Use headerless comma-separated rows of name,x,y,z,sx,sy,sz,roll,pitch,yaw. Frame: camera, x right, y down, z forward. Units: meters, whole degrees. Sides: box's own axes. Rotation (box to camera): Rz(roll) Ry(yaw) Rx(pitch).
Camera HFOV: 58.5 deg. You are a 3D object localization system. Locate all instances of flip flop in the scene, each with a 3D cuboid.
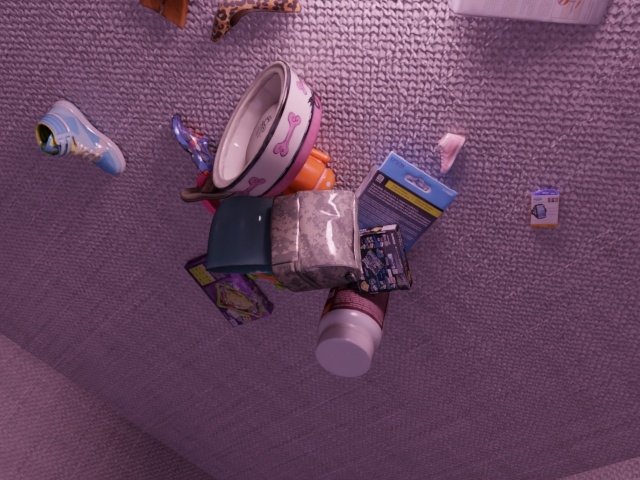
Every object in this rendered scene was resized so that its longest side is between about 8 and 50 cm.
flip flop,-0.355,-0.188,1.932,0.277,0.112,0.080,-5,110,23

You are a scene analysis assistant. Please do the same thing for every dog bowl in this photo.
dog bowl,-0.151,-0.304,1.664,0.150,0.408,0.408,25,132,-27

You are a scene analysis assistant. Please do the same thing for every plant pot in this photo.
plant pot,-0.235,-0.019,1.900,0.293,0.235,0.293,-2,171,0

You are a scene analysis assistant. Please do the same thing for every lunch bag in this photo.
lunch bag,0.000,0.000,1.759,0.256,0.305,0.212,-12,150,23

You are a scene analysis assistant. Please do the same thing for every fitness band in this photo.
fitness band,-0.307,-0.150,2.031,0.209,0.054,0.291,-32,114,33

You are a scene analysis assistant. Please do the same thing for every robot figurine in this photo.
robot figurine,-0.045,-0.210,1.857,0.219,0.158,0.128,31,151,-8

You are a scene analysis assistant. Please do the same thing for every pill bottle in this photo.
pill bottle,0.117,0.269,2.009,0.224,0.392,0.224,8,128,11

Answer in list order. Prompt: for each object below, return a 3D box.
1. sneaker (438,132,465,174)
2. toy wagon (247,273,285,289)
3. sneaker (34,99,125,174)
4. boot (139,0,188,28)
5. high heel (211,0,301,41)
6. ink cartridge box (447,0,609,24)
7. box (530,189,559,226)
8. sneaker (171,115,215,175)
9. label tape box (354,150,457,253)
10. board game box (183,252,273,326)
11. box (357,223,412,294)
sneaker,0.379,-0.267,1.736,0.070,0.051,0.134,23,127,0
toy wagon,-0.184,0.058,2.118,0.344,0.068,0.267,22,131,-17
sneaker,-0.837,-0.310,1.964,0.127,0.208,0.319,-32,113,32
boot,-0.366,-0.715,1.581,0.264,0.096,0.280,25,131,-4
high heel,-0.185,-0.619,1.597,0.186,0.093,0.261,39,119,-6
ink cartridge box,0.528,-0.691,1.363,0.385,0.091,0.308,2,129,-6
box,0.698,-0.104,1.782,0.081,0.028,0.136,0,124,17
sneaker,-0.420,-0.326,1.919,0.087,0.083,0.221,-37,103,-7
label tape box,0.244,-0.118,1.854,0.249,0.115,0.347,30,127,-7
board game box,-0.369,0.193,2.314,0.208,0.056,0.347,-18,118,33
box,0.193,0.065,1.876,0.175,0.051,0.220,-9,111,23
